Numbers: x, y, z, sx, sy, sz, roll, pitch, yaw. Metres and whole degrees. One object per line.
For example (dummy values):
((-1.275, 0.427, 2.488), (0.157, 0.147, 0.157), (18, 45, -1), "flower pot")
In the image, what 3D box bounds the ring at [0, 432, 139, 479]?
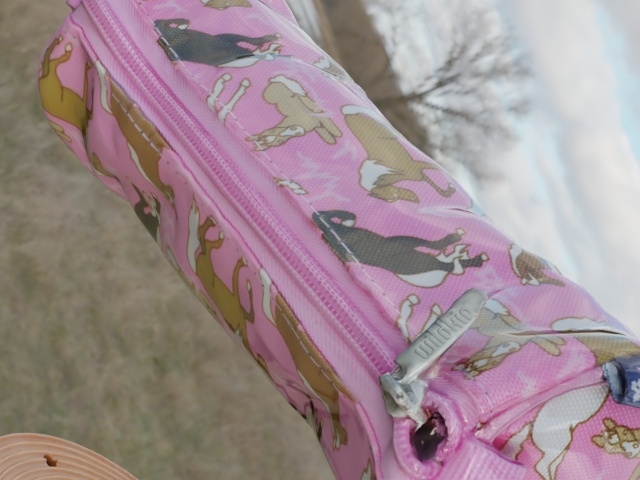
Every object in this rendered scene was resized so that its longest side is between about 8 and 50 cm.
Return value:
((-0.164, 0.294, 1.021), (0.336, 0.032, 0.336), (43, 13, -13), "ring")

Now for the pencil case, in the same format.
((0.000, 0.000, 0.615), (0.386, 0.160, 0.167), (50, -33, 38), "pencil case")
